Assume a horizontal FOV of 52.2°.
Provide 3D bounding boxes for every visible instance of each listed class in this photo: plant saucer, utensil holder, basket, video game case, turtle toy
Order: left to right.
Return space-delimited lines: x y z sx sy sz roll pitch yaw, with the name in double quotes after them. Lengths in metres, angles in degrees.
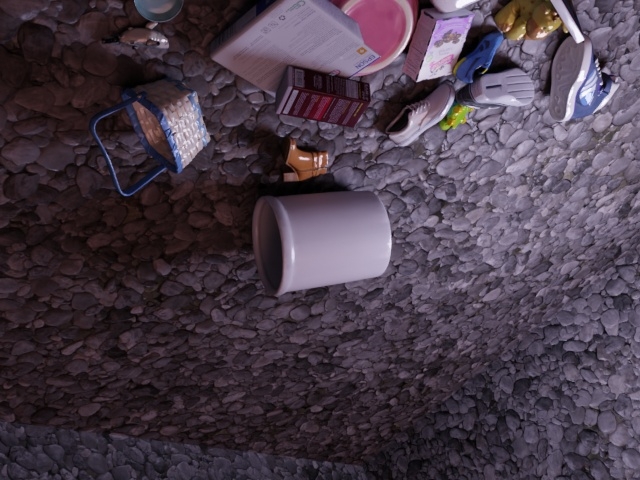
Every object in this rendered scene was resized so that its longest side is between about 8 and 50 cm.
-0.455 -0.281 1.749 0.289 0.201 0.255 -42 146 -29 "basket"
-0.398 -0.597 1.606 0.119 0.021 0.119 -13 137 -13 "plant saucer"
0.000 0.000 2.190 0.385 0.328 0.328 -6 136 -22 "utensil holder"
0.126 -0.593 1.809 0.331 0.084 0.332 -13 137 -12 "plant saucer"
0.438 -0.414 2.151 0.095 0.066 0.130 -17 147 -44 "turtle toy"
0.646 -0.703 1.792 0.025 0.285 0.204 -24 143 32 "video game case"

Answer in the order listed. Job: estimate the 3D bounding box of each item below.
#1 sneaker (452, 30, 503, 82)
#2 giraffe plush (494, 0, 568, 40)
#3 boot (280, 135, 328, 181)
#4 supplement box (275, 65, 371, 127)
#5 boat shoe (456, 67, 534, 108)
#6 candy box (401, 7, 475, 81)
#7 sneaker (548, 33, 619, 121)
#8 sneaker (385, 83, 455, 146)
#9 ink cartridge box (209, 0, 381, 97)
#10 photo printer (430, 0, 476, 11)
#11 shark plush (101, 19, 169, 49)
0.497 -0.551 1.987 0.209 0.082 0.069 -43 151 -14 "sneaker"
0.639 -0.657 1.913 0.181 0.171 0.210 -6 136 -19 "giraffe plush"
-0.048 -0.269 2.077 0.152 0.073 0.197 -11 149 -13 "boot"
0.006 -0.395 1.814 0.239 0.073 0.130 8 153 -18 "supplement box"
0.561 -0.486 2.103 0.335 0.121 0.119 -8 -178 -41 "boat shoe"
0.341 -0.574 1.903 0.164 0.070 0.196 -21 143 -34 "candy box"
0.901 -0.561 2.187 0.236 0.130 0.323 -21 135 -19 "sneaker"
0.316 -0.404 2.085 0.091 0.094 0.258 21 123 -44 "sneaker"
-0.066 -0.509 1.737 0.324 0.072 0.330 -25 147 37 "ink cartridge box"
0.411 -0.768 1.739 0.307 0.107 0.256 -24 138 0 "photo printer"
-0.467 -0.498 1.656 0.161 0.073 0.067 -18 169 -14 "shark plush"
